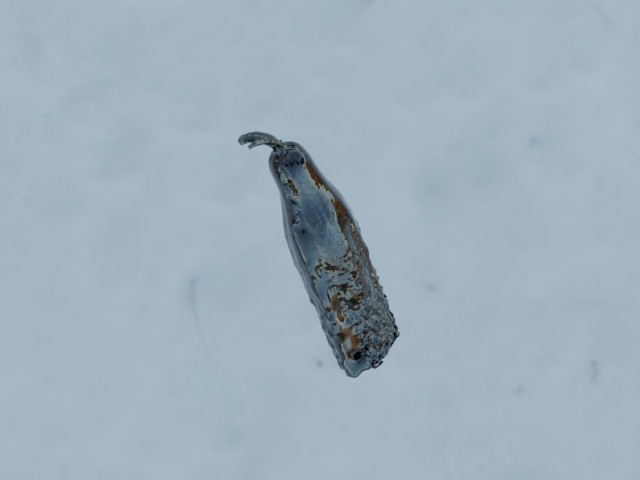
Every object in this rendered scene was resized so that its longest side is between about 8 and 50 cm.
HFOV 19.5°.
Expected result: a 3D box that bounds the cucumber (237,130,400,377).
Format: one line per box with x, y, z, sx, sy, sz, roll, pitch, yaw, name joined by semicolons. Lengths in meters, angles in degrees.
0.000;0.000;0.904;0.043;0.039;0.163;-39;132;-21;cucumber
